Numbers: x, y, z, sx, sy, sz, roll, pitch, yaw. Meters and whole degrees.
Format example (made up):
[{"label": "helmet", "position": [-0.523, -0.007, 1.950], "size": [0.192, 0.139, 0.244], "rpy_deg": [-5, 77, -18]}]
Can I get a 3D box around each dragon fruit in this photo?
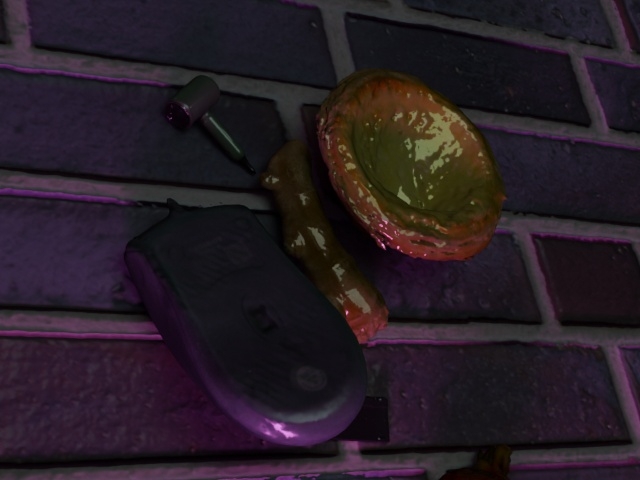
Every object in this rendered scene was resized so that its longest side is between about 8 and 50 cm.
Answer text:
[{"label": "dragon fruit", "position": [0.199, 0.321, 1.589], "size": [0.246, 0.125, 0.125], "rpy_deg": [-52, 127, -60]}]

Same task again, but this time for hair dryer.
[{"label": "hair dryer", "position": [-0.136, -0.143, 1.693], "size": [0.150, 0.047, 0.071], "rpy_deg": [51, 49, -12]}]

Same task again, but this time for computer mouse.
[{"label": "computer mouse", "position": [-0.093, 0.100, 1.511], "size": [0.188, 0.122, 0.371], "rpy_deg": [-21, 61, -29]}]

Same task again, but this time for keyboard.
[{"label": "keyboard", "position": [0.001, 0.217, 1.580], "size": [0.195, 0.018, 0.060], "rpy_deg": [9, 66, -29]}]

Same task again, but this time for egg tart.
[{"label": "egg tart", "position": [0.113, -0.093, 1.769], "size": [0.315, 0.120, 0.315], "rpy_deg": [18, 54, -26]}]

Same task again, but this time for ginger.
[{"label": "ginger", "position": [-0.002, 0.002, 1.674], "size": [0.118, 0.065, 0.299], "rpy_deg": [-5, 64, -38]}]
